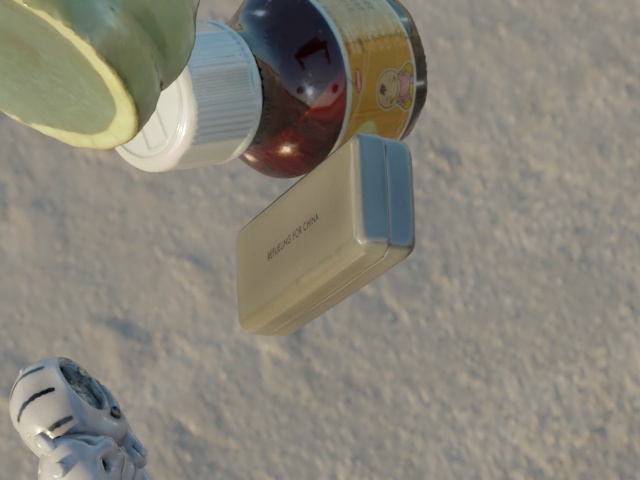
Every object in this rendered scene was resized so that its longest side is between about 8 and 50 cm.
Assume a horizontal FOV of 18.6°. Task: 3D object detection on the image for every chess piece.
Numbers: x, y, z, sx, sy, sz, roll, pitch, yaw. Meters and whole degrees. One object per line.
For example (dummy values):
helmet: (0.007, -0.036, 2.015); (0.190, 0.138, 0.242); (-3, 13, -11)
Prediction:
chess piece: (-0.138, -0.310, 1.701); (0.234, 0.234, 0.442); (14, 61, 39)

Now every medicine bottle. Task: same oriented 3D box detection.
medicine bottle: (-0.075, -0.181, 2.327); (0.395, 0.242, 0.242); (-15, 25, -42)

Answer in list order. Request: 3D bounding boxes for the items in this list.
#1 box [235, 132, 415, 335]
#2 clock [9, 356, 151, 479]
box: (0.000, 0.000, 1.596); (0.243, 0.055, 0.103); (144, 128, -58)
clock: (-0.222, 0.174, 1.726); (0.080, 0.117, 0.176); (-41, 63, 10)
